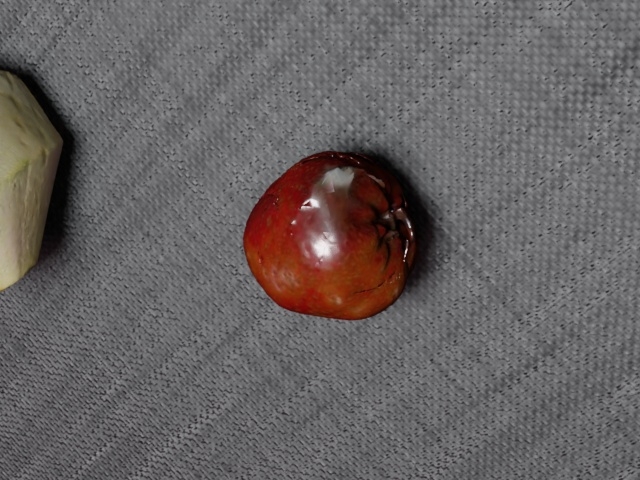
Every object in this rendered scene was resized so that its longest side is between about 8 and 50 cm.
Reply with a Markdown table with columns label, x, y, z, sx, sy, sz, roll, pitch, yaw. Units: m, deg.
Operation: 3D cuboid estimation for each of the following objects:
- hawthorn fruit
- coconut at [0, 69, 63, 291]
| label | x | y | z | sx | sy | sz | roll | pitch | yaw |
| --- | --- | --- | --- | --- | --- | --- | --- | --- | --- |
| hawthorn fruit | 0.000 | 0.000 | 0.899 | 0.172 | 0.148 | 0.148 | -14 | 103 | 35 |
| coconut | -0.370 | -0.050 | 0.987 | 0.259 | 0.259 | 0.259 | 8 | 112 | 21 |
